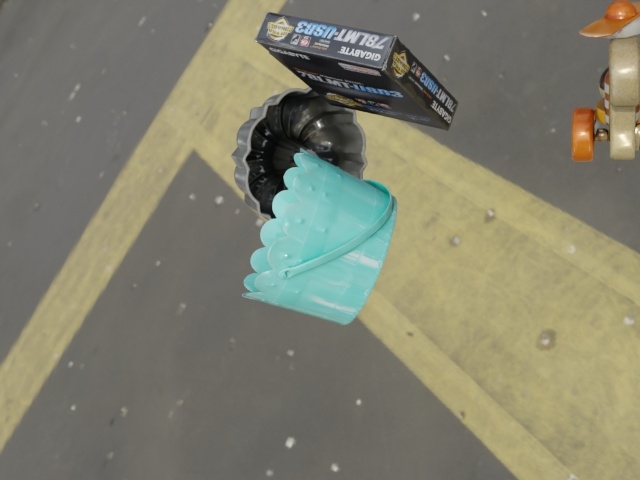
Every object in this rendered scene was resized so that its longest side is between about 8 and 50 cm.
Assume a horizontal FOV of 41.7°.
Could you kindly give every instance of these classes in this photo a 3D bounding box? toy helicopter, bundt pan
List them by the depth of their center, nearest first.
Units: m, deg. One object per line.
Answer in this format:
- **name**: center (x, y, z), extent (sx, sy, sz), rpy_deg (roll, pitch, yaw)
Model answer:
- **toy helicopter**: center (0.414, -0.228, 1.141), extent (0.140, 0.355, 0.235), rpy_deg (2, 94, 18)
- **bundt pan**: center (-0.059, -0.183, 1.889), extent (0.124, 0.330, 0.331), rpy_deg (17, 79, 54)

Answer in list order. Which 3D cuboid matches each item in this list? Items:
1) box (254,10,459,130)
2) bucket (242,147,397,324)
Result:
- **box**: center (0.073, -0.314, 1.577), extent (0.295, 0.293, 0.073), rpy_deg (19, 87, 33)
- **bucket**: center (0.000, 0.000, 1.421), extent (0.281, 0.183, 0.281), rpy_deg (-159, 90, -81)
